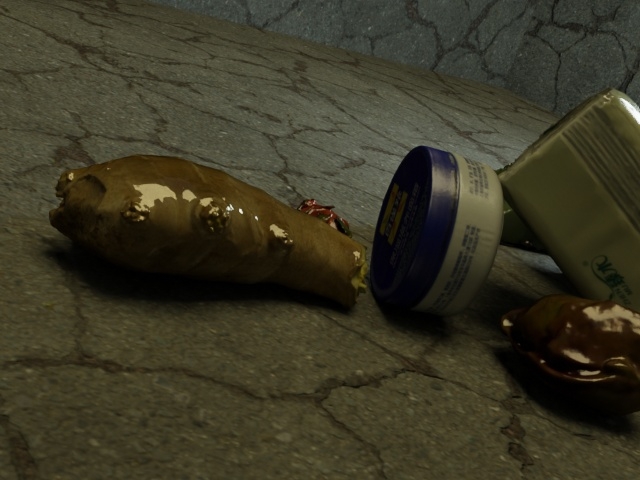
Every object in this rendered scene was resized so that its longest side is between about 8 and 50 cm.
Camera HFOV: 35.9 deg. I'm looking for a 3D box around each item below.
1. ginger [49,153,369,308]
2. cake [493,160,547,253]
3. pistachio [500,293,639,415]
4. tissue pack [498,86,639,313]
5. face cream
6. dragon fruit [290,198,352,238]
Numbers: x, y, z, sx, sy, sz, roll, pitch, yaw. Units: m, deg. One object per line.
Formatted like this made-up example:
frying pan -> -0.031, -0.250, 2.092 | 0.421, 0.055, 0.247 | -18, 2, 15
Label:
ginger -> -0.127, 0.005, 1.137 | 0.236, 0.166, 0.375 | -10, -32, 39
cake -> 0.354, -0.089, 1.773 | 0.283, 0.172, 0.158 | 9, 18, -25
pistachio -> 0.308, 0.124, 1.159 | 0.210, 0.130, 0.165 | 23, 19, 38
tissue pack -> 0.426, -0.006, 1.323 | 0.380, 0.207, 0.297 | 53, 19, 3
face cream -> 0.147, -0.009, 1.246 | 0.111, 0.206, 0.206 | 16, 18, -14
dragon fruit -> 0.002, 0.000, 1.280 | 0.116, 0.086, 0.081 | 42, -11, 34
